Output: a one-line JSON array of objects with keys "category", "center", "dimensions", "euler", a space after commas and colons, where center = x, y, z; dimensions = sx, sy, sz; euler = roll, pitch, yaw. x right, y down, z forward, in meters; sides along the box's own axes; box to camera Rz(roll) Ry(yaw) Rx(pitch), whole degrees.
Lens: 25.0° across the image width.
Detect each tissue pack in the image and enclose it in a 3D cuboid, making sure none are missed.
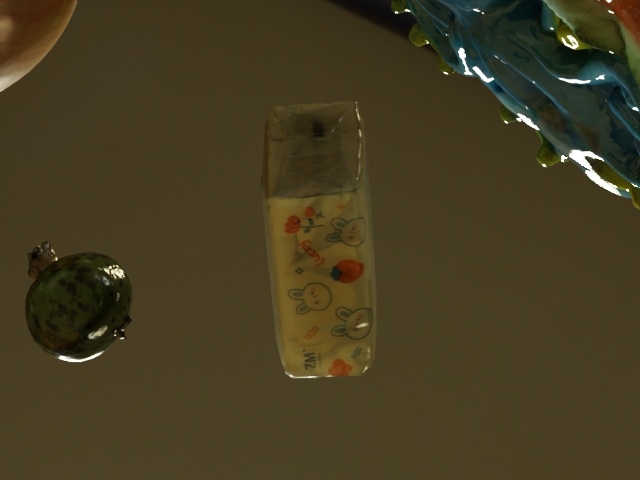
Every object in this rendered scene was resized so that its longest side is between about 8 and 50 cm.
[{"category": "tissue pack", "center": [0.000, 0.000, 1.237], "dimensions": [0.092, 0.196, 0.148], "euler": [-4, -144, 3]}]

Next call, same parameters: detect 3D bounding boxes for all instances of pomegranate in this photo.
[{"category": "pomegranate", "center": [-0.268, 0.057, 1.539], "dimensions": [0.122, 0.122, 0.161], "euler": [-46, -113, 1]}]

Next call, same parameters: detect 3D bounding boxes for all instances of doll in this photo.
[{"category": "doll", "center": [0.140, -0.165, 0.988], "dimensions": [0.099, 0.341, 0.346], "euler": [-42, -155, -6]}]

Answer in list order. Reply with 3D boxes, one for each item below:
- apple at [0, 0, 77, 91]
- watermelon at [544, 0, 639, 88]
[{"category": "apple", "center": [-0.219, -0.159, 0.718], "dimensions": [0.209, 0.164, 0.209], "euler": [3, -72, 9]}, {"category": "watermelon", "center": [0.210, -0.113, 0.634], "dimensions": [0.320, 0.214, 0.289], "euler": [-16, -122, 39]}]
